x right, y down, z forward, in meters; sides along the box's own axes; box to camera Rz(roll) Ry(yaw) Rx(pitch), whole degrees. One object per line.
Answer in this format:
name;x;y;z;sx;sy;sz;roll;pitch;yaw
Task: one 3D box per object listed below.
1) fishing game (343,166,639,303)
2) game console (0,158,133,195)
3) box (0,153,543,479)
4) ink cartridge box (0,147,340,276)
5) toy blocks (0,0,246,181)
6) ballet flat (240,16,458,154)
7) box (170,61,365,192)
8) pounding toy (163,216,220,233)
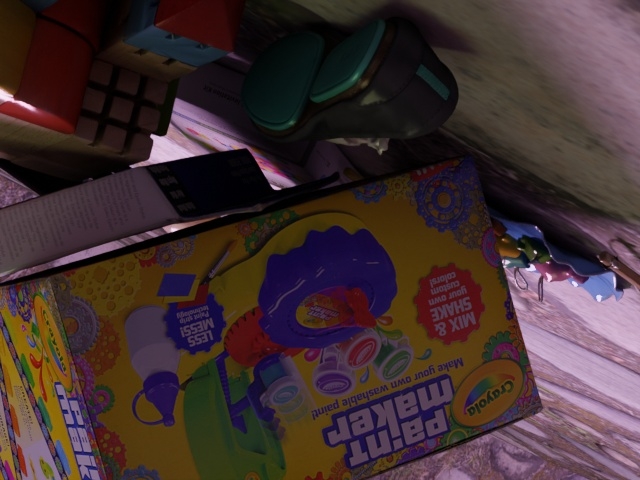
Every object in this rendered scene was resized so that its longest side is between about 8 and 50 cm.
fishing game;0.131;0.007;1.164;0.264;0.041;0.189;22;173;42
game console;-0.289;-0.093;1.202;0.213;0.044;0.361;32;-172;32
box;-0.063;0.076;1.071;0.290;0.177;0.279;-17;-177;-27
ink cartridge box;-0.118;-0.024;1.051;0.224;0.045;0.223;-15;-177;14
toy blocks;-0.218;-0.131;0.895;0.381;0.190;0.261;17;169;-23
ballet flat;0.017;-0.077;0.873;0.074;0.074;0.203;31;170;-19
box;-0.055;-0.084;1.219;0.145;0.038;0.186;25;173;21
pounding toy;0.000;0.000;1.321;0.237;0.110;0.183;44;-146;2
